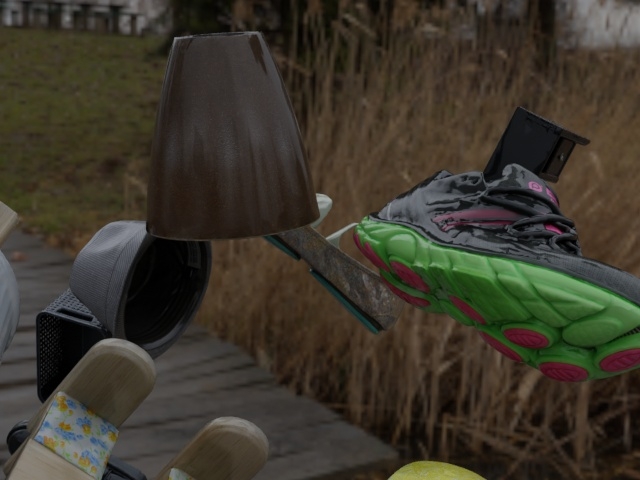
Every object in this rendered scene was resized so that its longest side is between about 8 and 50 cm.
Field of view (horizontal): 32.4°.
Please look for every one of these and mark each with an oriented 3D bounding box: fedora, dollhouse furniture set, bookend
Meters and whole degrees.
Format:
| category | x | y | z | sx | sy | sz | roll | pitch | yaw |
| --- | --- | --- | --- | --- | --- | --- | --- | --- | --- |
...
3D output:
| category | x | y | z | sx | sy | sz | roll | pitch | yaw |
| --- | --- | --- | --- | --- | --- | --- | --- | --- | --- |
| fedora | -0.268 | 0.052 | 1.585 | 0.124 | 0.243 | 0.275 | 18 | 18 | 19 |
| dollhouse furniture set | -0.204 | 0.180 | 0.826 | 0.394 | 0.256 | 0.362 | 36 | 27 | -13 |
| bookend | 0.290 | -0.094 | 1.535 | 0.072 | 0.157 | 0.156 | 32 | 12 | 24 |

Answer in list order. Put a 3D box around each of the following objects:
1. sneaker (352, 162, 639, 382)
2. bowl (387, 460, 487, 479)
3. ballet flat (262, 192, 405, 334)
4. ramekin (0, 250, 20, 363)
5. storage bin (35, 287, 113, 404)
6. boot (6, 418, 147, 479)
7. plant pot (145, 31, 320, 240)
| category | x | y | z | sx | sy | sz | roll | pitch | yaw |
| --- | --- | --- | --- | --- | --- | --- | --- | --- | --- |
| sneaker | 0.208 | 0.004 | 1.235 | 0.185 | 0.202 | 0.483 | 49 | -10 | -30 |
| bowl | 0.209 | 0.447 | 1.523 | 0.156 | 0.289 | 0.289 | -15 | -6 | 43 |
| ballet flat | 0.000 | 0.000 | 1.543 | 0.316 | 0.106 | 0.107 | 41 | -3 | -16 |
| ramekin | -0.492 | 0.103 | 1.263 | 0.277 | 0.277 | 0.135 | 1 | 31 | -10 |
| storage bin | -0.369 | 0.179 | 1.724 | 0.122 | 0.180 | 0.084 | 15 | 30 | 15 |
| boot | -0.407 | 0.396 | 1.691 | 0.246 | 0.094 | 0.207 | 26 | 31 | 1 |
| plant pot | -0.116 | -0.134 | 1.338 | 0.215 | 0.230 | 0.215 | -4 | 12 | 1 |
